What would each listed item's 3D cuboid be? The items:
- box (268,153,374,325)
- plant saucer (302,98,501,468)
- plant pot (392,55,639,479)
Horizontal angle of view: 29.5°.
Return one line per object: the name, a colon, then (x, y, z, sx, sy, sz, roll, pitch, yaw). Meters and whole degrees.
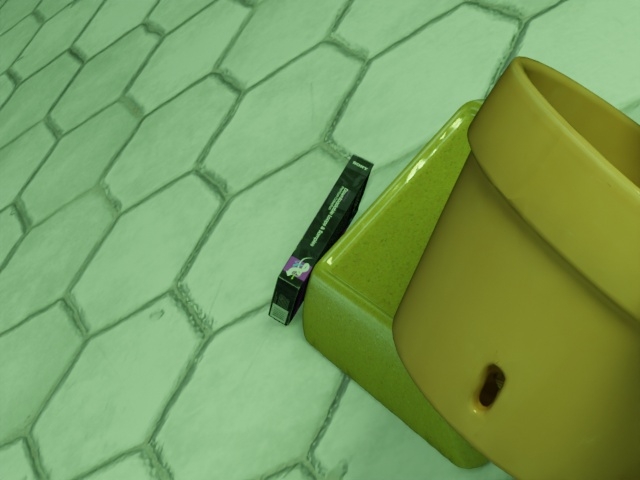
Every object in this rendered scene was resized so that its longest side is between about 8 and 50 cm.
box: (0.000, 0.000, 1.262, 0.162, 0.029, 0.116, -57, -6, -24)
plant saucer: (0.140, 0.000, 1.107, 0.333, 0.081, 0.333, -47, 30, -6)
plant pot: (0.185, 0.041, 0.830, 0.203, 0.291, 0.291, -52, 27, 19)
